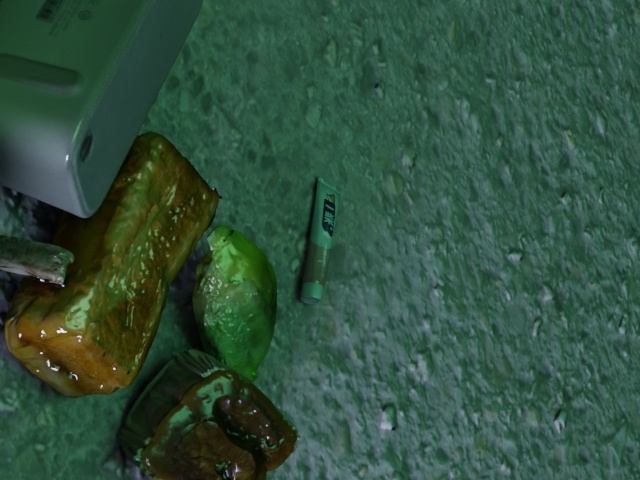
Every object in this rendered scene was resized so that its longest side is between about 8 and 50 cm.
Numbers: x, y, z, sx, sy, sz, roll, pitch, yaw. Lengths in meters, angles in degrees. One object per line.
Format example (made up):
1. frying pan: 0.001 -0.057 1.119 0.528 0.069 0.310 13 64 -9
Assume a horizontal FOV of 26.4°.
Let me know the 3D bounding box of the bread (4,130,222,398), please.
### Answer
1. bread: -0.273 0.031 1.786 0.195 0.148 0.344 53 49 -40

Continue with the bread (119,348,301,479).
1. bread: -0.151 0.273 1.871 0.192 0.109 0.210 -49 121 -14

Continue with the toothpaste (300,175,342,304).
1. toothpaste: 0.000 0.000 2.156 0.056 0.036 0.205 31 59 -40

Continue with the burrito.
1. burrito: -0.383 0.017 1.677 0.042 0.171 0.051 82 26 -45

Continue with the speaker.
1. speaker: -0.304 -0.244 1.730 0.183 0.184 0.406 89 21 -59

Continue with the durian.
1. durian: -0.119 0.086 1.941 0.139 0.101 0.250 -48 143 -64
